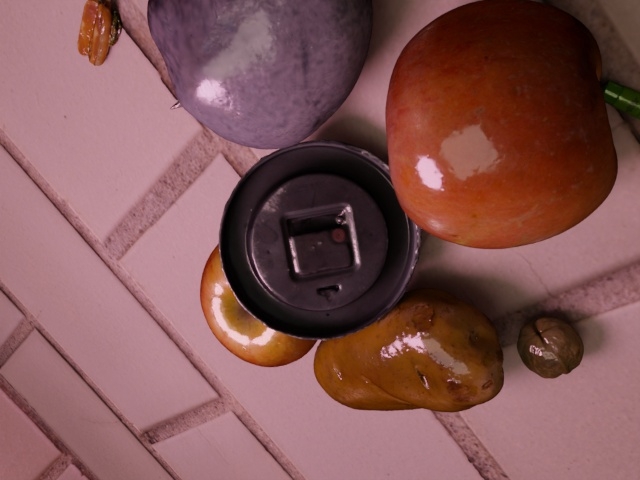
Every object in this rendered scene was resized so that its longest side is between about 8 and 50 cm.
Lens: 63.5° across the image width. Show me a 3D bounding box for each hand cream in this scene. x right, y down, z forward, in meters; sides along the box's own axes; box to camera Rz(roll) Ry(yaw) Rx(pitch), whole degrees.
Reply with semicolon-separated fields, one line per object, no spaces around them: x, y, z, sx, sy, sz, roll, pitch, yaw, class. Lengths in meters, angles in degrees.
0.362;-0.137;0.557;0.122;0.023;0.036;28;129;7;hand cream

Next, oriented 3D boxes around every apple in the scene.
0.189;-0.116;0.541;0.254;0.253;0.253;15;125;22;apple
-0.088;0.087;0.862;0.210;0.173;0.234;15;114;16;apple

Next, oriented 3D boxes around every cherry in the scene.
-0.074;-0.239;0.616;0.296;0.218;0.255;-24;98;33;cherry

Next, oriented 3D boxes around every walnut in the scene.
0.321;0.149;0.724;0.092;0.092;0.092;15;125;22;walnut

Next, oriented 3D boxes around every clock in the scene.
0.000;0.000;0.728;0.281;0.055;0.280;-1;97;-5;clock

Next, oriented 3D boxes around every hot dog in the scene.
-0.358;-0.338;0.839;0.056;0.041;0.133;45;138;-2;hot dog

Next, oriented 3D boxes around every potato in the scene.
0.123;0.187;0.823;0.369;0.196;0.176;-27;59;46;potato
